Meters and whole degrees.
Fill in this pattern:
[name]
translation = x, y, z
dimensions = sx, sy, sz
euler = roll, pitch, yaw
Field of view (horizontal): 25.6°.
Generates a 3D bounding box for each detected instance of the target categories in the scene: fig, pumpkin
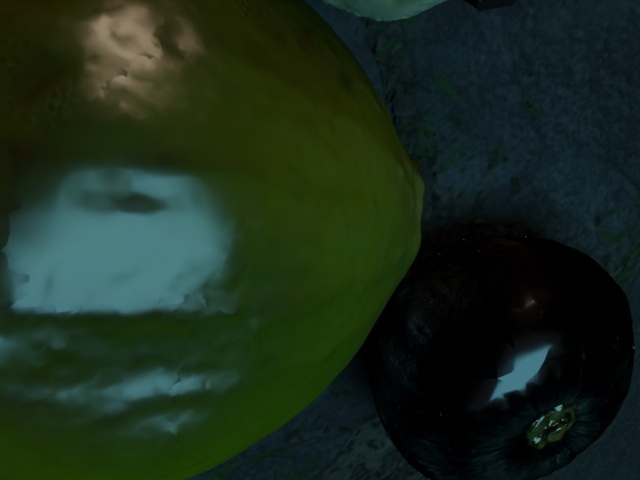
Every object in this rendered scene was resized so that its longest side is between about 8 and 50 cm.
[fig]
translation = -0.112, -0.015, 0.781
dimensions = 0.343, 0.343, 0.343
euler = -18, 131, -21
[pumpkin]
translation = 0.153, 0.102, 1.167
dimensions = 0.233, 0.163, 0.233
euler = -18, 133, -20

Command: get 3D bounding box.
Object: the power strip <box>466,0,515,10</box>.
[power strip]
translation = 0.125, -0.216, 0.994
dimensions = 0.038, 0.029, 0.111
euler = -15, 130, -24

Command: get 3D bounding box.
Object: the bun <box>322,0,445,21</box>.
[bun]
translation = 0.069, -0.290, 0.768
dimensions = 0.365, 0.219, 0.365
euler = -21, 134, -23
